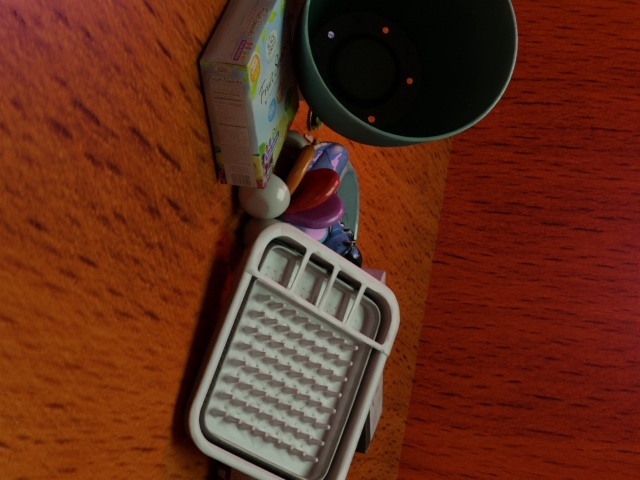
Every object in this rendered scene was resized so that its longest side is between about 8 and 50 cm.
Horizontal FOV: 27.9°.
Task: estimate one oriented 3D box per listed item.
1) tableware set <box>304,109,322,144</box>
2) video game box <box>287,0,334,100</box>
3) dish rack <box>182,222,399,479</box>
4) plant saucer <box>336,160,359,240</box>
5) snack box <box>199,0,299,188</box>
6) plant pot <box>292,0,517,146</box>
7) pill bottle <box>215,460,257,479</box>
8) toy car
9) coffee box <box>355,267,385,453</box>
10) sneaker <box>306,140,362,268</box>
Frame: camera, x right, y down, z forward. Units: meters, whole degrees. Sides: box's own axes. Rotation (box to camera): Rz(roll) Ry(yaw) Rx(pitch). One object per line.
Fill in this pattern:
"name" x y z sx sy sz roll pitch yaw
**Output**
"tableware set" -0.003 -0.164 2.144 0.104 0.024 0.154 33 65 -73
"video game box" -0.012 -0.329 1.968 0.205 0.048 0.187 -54 146 -63
"dish rack" -0.046 0.171 1.782 0.285 0.072 0.333 33 68 -34
"plant saucer" 0.020 -0.007 2.305 0.317 0.043 0.318 7 90 -76
"snack box" -0.088 -0.201 1.671 0.207 0.070 0.174 82 20 -45
"plant pot" 0.094 -0.261 1.786 0.235 0.293 0.293 156 -55 -75
"pill bottle" -0.096 0.317 1.858 0.108 0.108 0.193 -25 122 -74
"toy car" -0.034 -0.061 1.832 0.159 0.136 0.182 -68 161 -47
"coffee box" 0.012 0.190 2.113 0.119 0.168 0.297 -63 156 -54
"sneaker" 0.000 0.000 1.975 0.130 0.147 0.330 85 18 -64
